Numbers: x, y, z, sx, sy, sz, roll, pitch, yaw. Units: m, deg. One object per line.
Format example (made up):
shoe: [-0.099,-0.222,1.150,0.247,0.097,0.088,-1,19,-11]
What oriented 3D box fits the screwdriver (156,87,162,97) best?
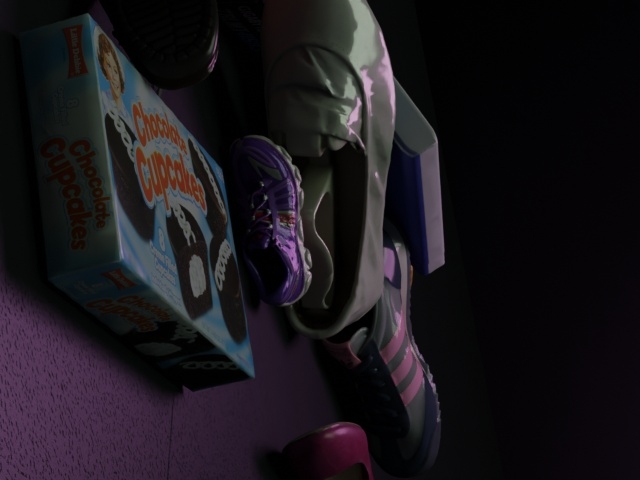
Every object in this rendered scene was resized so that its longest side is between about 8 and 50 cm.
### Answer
screwdriver: [-0.139,-0.159,1.761,0.170,0.025,0.024,-76,153,-51]

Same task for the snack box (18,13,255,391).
snack box: [-0.131,-0.017,1.479,0.322,0.060,0.187,51,27,-67]

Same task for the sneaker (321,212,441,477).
sneaker: [0.048,0.133,2.227,0.131,0.112,0.319,-32,112,-54]

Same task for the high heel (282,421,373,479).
high heel: [0.021,0.253,1.909,0.244,0.082,0.117,86,-15,-68]

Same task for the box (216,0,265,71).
box: [-0.060,-0.351,2.137,0.293,0.073,0.295,40,49,-72]

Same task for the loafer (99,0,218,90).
loafer: [-0.126,-0.179,1.553,0.220,0.080,0.078,-116,-169,-48]

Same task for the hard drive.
hard drive: [0.063,-0.108,2.192,0.210,0.040,0.319,55,-9,22]

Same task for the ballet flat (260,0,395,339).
ballet flat: [0.003,-0.077,1.996,0.139,0.139,0.400,-82,170,-64]

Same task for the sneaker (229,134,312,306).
sneaker: [-0.050,-0.019,1.918,0.071,0.068,0.170,-18,92,-70]

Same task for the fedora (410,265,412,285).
fedora: [0.069,0.014,2.475,0.194,0.079,0.194,-14,90,-80]
